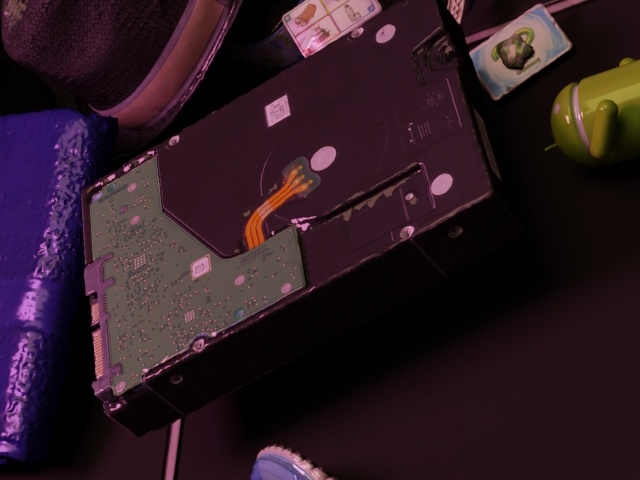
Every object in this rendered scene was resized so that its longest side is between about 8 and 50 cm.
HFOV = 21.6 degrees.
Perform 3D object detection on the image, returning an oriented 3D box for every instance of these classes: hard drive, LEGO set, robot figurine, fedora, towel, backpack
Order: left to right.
[{"bbox_3d":[-0.278,0.043,1.449,0.227,0.076,0.308,-1,73,39],"label":"towel"},{"bbox_3d":[-0.185,-0.246,1.488,0.334,0.152,0.334,-34,46,44],"label":"fedora"},{"bbox_3d":[-0.033,-0.197,1.480,0.114,0.084,0.105,20,74,52],"label":"backpack"},{"bbox_3d":[-0.026,-0.021,1.259,0.339,0.064,0.237,-29,43,16],"label":"hard drive"},{"bbox_3d":[0.114,-0.181,1.377,0.244,0.060,0.182,-35,66,8],"label":"LEGO set"},{"bbox_3d":[0.218,-0.092,1.211,0.115,0.067,0.101,-17,21,28],"label":"robot figurine"}]

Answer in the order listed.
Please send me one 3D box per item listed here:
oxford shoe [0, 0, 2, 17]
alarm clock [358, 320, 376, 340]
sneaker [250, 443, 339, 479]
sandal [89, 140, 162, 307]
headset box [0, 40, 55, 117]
[{"bbox_3d":[-0.509,-0.244,1.864,0.449,0.130,0.169,-22,87,22],"label":"oxford shoe"},{"bbox_3d":[0.000,0.000,1.313,0.129,0.064,0.192,-34,45,12],"label":"alarm clock"},{"bbox_3d":[-0.004,0.199,1.160,0.073,0.063,0.162,-53,42,-5],"label":"sneaker"},{"bbox_3d":[-0.142,0.001,1.442,0.097,0.054,0.254,-25,35,15],"label":"sandal"},{"bbox_3d":[-0.418,-0.114,1.601,0.283,0.246,0.131,-31,43,13],"label":"headset box"}]
